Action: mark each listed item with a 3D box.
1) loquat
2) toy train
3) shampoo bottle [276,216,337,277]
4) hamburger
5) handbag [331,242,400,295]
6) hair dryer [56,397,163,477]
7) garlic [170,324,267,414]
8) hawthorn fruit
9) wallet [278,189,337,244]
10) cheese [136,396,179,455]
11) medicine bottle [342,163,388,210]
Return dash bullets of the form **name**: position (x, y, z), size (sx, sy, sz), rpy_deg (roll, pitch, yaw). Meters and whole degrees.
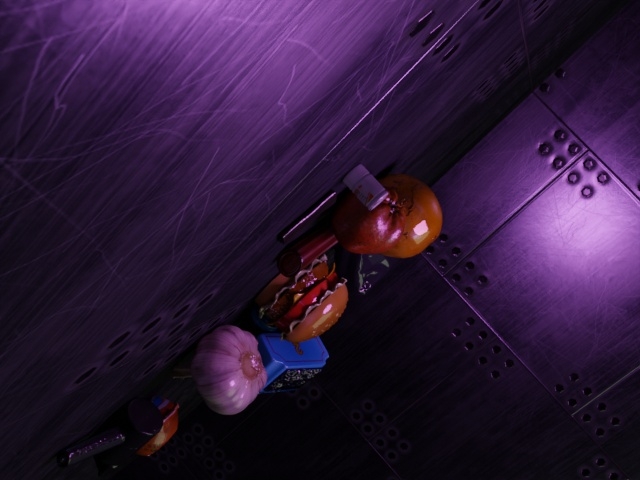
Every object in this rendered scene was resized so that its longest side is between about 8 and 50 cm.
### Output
- **loquat**: position (0.211, -0.066, 1.829), size (0.235, 0.235, 0.235), rpy_deg (-41, 174, -6)
- **toy train**: position (-0.141, 0.345, 2.164), size (0.188, 0.265, 0.300), rpy_deg (-44, 150, 25)
- **shampoo bottle**: position (0.000, 0.000, 1.735), size (0.260, 0.064, 0.102), rpy_deg (-36, 171, -42)
- **hamburger**: position (-0.042, 0.181, 2.025), size (0.274, 0.212, 0.274), rpy_deg (-41, 173, -6)
- **handbag**: position (0.152, 0.001, 2.305), size (0.302, 0.178, 0.274), rpy_deg (-38, 130, -44)
- **hair dryer**: position (-0.591, 0.548, 1.782), size (0.244, 0.116, 0.302), rpy_deg (-45, 162, 22)
- **garlic**: position (-0.298, 0.362, 1.883), size (0.253, 0.244, 0.245), rpy_deg (-10, -175, 20)
- **hawthorn fruit**: position (0.114, -0.051, 1.642), size (0.189, 0.189, 0.189), rpy_deg (-41, 174, -6)
- **wallet**: position (-0.027, -0.048, 1.465), size (0.157, 0.018, 0.082), rpy_deg (-41, 173, -10)
- **cheese**: position (-0.544, 0.579, 2.084), size (0.329, 0.129, 0.217), rpy_deg (-32, -174, 45)
- **medicine bottle**: position (0.097, -0.113, 1.451), size (0.057, 0.089, 0.057), rpy_deg (-41, 174, -5)
